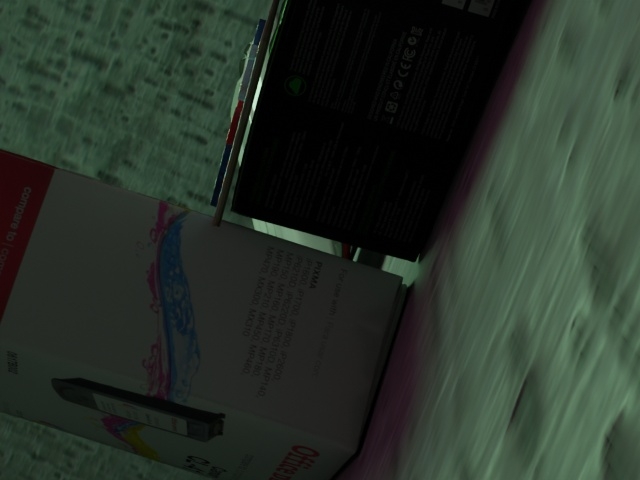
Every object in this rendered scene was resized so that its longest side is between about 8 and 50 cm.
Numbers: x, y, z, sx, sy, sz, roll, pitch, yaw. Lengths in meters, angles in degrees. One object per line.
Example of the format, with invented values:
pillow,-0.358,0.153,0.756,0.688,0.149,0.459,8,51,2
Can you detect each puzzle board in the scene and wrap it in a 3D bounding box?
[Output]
puzzle board,-0.048,-0.085,0.910,0.096,0.011,0.128,-84,10,-62

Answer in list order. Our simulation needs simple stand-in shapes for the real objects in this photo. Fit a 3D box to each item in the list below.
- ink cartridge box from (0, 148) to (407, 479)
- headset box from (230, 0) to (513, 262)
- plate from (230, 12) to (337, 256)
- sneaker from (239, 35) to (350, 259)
ink cartridge box,-0.121,0.065,0.991,0.226,0.306,0.131,116,172,-68
headset box,0.044,-0.170,0.989,0.283,0.131,0.246,-81,8,-58
plate,-0.035,-0.037,1.300,0.278,0.045,0.277,133,123,-81
sneaker,0.004,-0.096,1.536,0.107,0.118,0.279,-16,82,50
